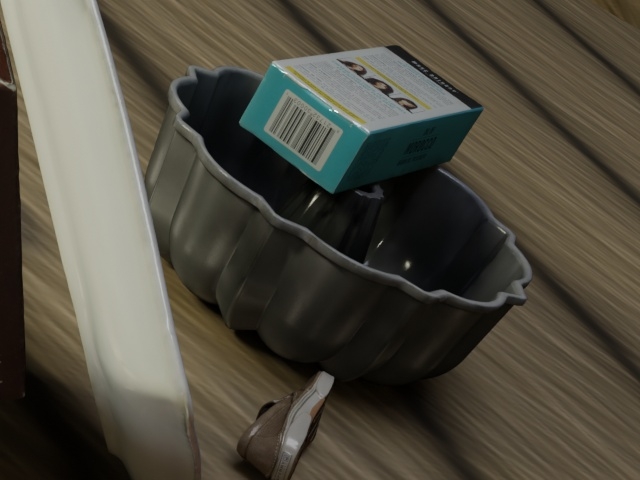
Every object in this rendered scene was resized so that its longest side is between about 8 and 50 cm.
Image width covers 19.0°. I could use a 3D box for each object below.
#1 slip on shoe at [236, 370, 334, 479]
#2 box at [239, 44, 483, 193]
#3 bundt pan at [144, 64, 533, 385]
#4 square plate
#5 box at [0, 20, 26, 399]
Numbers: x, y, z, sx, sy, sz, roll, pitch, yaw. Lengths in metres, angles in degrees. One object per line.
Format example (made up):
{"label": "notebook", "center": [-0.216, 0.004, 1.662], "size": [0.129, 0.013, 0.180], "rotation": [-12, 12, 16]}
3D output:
{"label": "slip on shoe", "center": [-0.023, 0.125, 1.331], "size": [0.041, 0.051, 0.135], "rotation": [20, 26, 6]}
{"label": "box", "center": [0.038, -0.102, 1.556], "size": [0.100, 0.060, 0.244], "rotation": [38, 22, 16]}
{"label": "bundt pan", "center": [0.000, 0.000, 1.532], "size": [0.330, 0.124, 0.331], "rotation": [26, 21, -11]}
{"label": "square plate", "center": [-0.129, -0.024, 1.076], "size": [0.049, 0.344, 0.347], "rotation": [-13, 73, -8]}
{"label": "box", "center": [-0.258, -0.031, 1.072], "size": [0.168, 0.203, 0.167], "rotation": [-5, 32, -14]}
